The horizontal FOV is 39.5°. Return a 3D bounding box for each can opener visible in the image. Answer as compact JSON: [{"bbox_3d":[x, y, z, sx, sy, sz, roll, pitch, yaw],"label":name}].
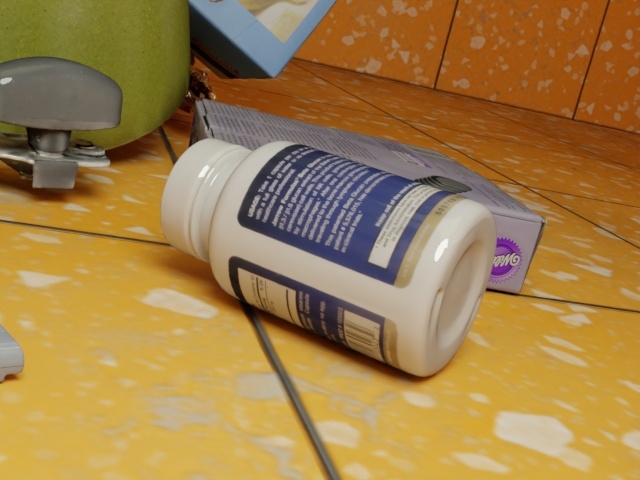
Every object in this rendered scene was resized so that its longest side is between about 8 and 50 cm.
[{"bbox_3d":[-0.260,-0.081,0.549,0.283,0.095,0.076,2,18,-40],"label":"can opener"}]

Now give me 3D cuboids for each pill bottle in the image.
[{"bbox_3d":[0.000,0.000,0.482,0.169,0.094,0.094,21,16,25],"label":"pill bottle"}]

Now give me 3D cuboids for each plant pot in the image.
[{"bbox_3d":[-0.219,-0.264,0.687,0.274,0.293,0.275,10,43,-9],"label":"plant pot"}]

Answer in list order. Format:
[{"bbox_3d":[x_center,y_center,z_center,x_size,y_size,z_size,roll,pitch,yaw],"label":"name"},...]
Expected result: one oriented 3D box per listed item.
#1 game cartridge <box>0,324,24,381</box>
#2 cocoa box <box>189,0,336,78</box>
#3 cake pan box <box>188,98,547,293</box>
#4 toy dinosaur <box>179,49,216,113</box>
[{"bbox_3d":[-0.163,0.035,0.360,0.056,0.017,0.083,-5,23,-42],"label":"game cartridge"},{"bbox_3d":[-0.139,-0.367,0.959,0.347,0.231,0.228,39,-6,-23],"label":"cocoa box"},{"bbox_3d":[0.017,-0.047,0.733,0.245,0.070,0.267,12,15,-15],"label":"cake pan box"},{"bbox_3d":[-0.212,-0.209,1.001,0.322,0.164,0.218,-2,-17,45],"label":"toy dinosaur"}]
